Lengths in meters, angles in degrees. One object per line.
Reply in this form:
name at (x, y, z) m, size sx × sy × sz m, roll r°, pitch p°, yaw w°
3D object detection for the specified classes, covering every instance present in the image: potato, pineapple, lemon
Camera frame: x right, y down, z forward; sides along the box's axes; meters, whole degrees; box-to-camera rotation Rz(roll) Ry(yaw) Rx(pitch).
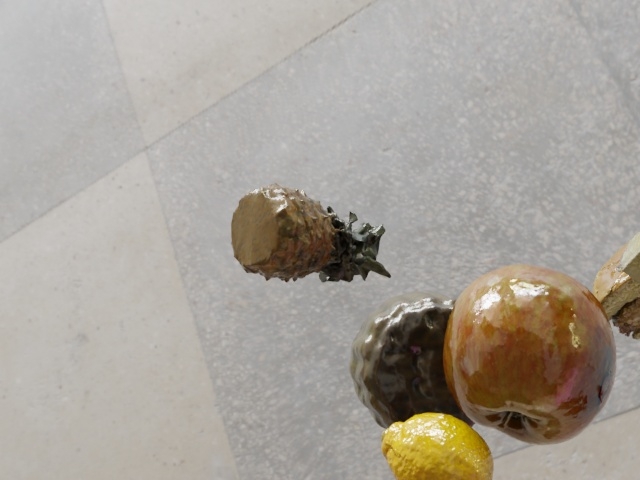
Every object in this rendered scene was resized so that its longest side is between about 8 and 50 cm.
potato at (0.441, 0.015, 0.917) m, size 0.061 × 0.122 × 0.086 m, roll 41°, pitch 124°, yaw 8°
pineapple at (-0.001, 0.000, 0.954) m, size 0.128 × 0.248 × 0.128 m, roll -10°, pitch 75°, yaw 43°
lemon at (0.180, 0.337, 1.076) m, size 0.187 × 0.142 × 0.142 m, roll 25°, pitch 95°, yaw 16°

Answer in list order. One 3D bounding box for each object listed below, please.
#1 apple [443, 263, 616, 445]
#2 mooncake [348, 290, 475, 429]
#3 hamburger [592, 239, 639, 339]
apple at (0.327, 0.196, 1.125) m, size 0.277 × 0.250 × 0.309 m, roll -13°, pitch 115°, yaw 28°
mooncake at (0.201, 0.241, 1.356) m, size 0.290 × 0.161 × 0.291 m, roll 0°, pitch 87°, yaw -7°
hamburger at (0.676, 0.061, 1.395) m, size 0.155 × 0.245 × 0.282 m, roll 38°, pitch 72°, yaw -11°
